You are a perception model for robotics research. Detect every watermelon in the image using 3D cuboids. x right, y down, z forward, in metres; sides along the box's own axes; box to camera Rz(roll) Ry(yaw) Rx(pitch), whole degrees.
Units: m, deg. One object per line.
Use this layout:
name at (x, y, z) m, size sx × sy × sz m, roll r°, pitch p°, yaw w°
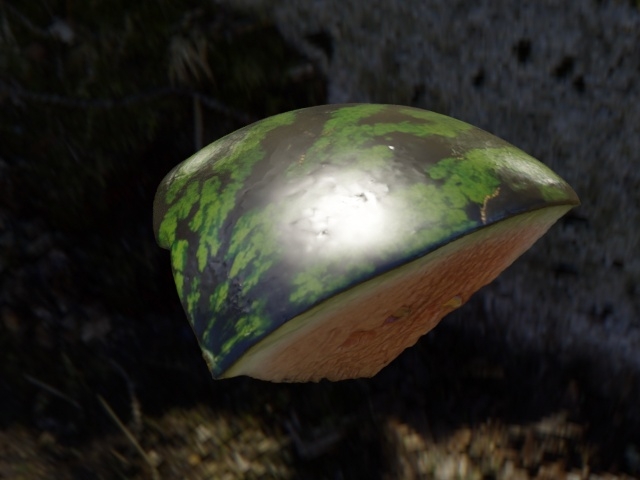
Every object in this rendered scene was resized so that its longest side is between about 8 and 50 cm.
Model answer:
watermelon at (-0.001, -0.017, 0.891) m, size 0.193 × 0.137 × 0.145 m, roll -22°, pitch 65°, yaw -24°
